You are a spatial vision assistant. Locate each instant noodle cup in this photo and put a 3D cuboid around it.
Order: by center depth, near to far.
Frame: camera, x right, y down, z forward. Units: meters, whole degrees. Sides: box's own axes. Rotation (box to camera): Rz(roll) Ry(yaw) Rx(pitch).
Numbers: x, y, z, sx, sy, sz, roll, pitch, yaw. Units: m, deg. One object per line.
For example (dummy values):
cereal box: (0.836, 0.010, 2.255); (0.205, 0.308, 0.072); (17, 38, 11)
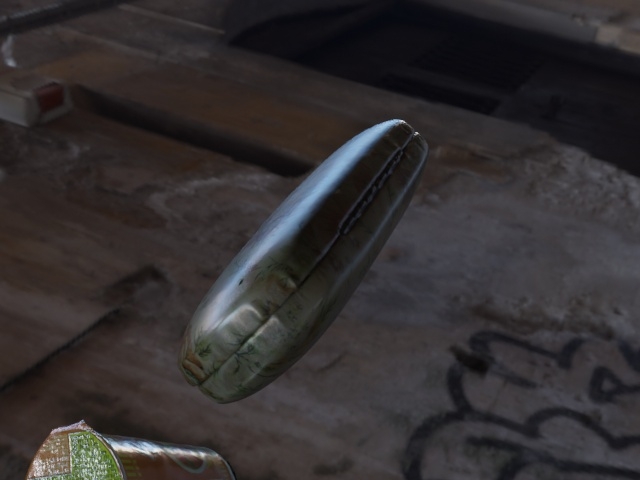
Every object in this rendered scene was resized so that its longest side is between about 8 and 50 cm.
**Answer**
instant noodle cup: (-0.187, 0.273, 1.026); (0.185, 0.168, 0.168); (14, -85, -53)

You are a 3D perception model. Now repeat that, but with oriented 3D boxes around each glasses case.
glasses case: (0.000, 0.000, 0.891); (0.156, 0.098, 0.425); (-46, 3, 29)
